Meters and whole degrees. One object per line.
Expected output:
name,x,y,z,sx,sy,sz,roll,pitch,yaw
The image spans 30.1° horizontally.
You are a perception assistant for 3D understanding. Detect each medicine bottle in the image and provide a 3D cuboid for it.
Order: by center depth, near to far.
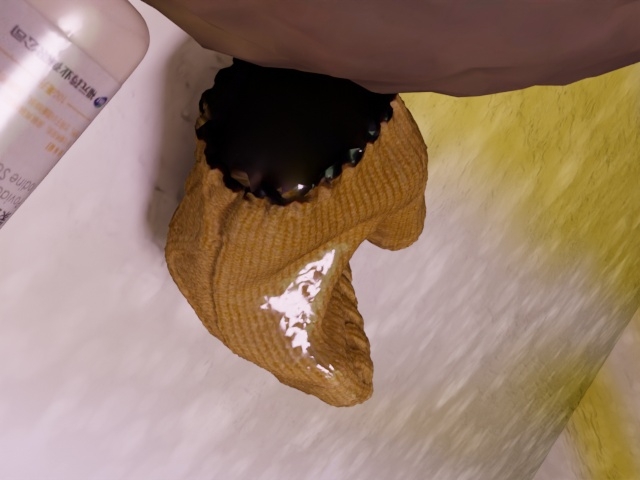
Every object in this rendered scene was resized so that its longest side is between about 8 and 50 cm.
medicine bottle,-0.194,-0.033,0.529,0.252,0.114,0.114,-49,158,-1

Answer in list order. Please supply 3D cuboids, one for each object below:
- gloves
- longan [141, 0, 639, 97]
gloves,-0.013,-0.011,0.851,0.203,0.155,0.356,-51,154,-24
longan,0.049,-0.233,0.334,0.391,0.391,0.391,-40,156,-23
